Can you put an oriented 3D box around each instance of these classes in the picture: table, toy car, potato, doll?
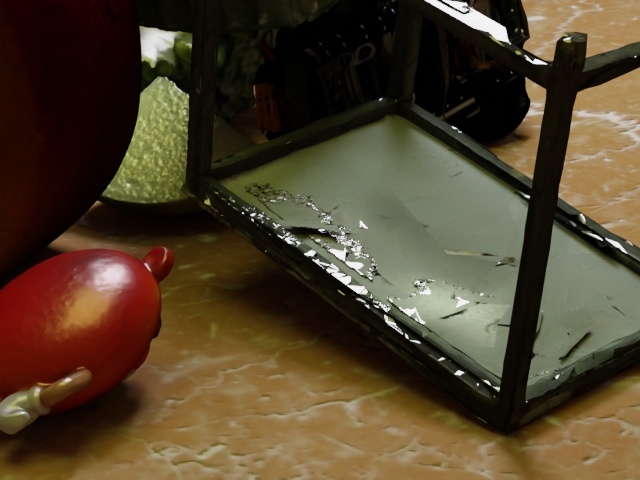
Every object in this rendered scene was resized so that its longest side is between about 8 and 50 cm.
[{"bbox_3d":[0.097,-0.102,1.273,0.222,0.272,0.335,-21,42,-36],"label":"table"},{"bbox_3d":[0.059,-0.155,1.599,0.118,0.193,0.301,17,32,41],"label":"toy car"},{"bbox_3d":[-0.114,-0.043,1.551,0.120,0.081,0.149,-45,56,-14],"label":"potato"},{"bbox_3d":[-0.189,0.071,1.256,0.217,0.085,0.183,-34,31,-20],"label":"doll"}]

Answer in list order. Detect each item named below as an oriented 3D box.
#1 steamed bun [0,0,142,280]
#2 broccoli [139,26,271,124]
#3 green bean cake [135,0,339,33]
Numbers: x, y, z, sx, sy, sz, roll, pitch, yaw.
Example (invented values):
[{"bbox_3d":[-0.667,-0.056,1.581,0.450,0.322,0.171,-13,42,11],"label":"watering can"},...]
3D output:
[{"bbox_3d":[-0.269,-0.147,1.383,0.248,0.379,0.235,-6,17,23],"label":"steamed bun"},{"bbox_3d":[-0.157,-0.252,1.711,0.293,0.281,0.348,3,51,23],"label":"broccoli"},{"bbox_3d":[-0.052,-0.225,1.469,0.173,0.094,0.181,4,33,33],"label":"green bean cake"}]
